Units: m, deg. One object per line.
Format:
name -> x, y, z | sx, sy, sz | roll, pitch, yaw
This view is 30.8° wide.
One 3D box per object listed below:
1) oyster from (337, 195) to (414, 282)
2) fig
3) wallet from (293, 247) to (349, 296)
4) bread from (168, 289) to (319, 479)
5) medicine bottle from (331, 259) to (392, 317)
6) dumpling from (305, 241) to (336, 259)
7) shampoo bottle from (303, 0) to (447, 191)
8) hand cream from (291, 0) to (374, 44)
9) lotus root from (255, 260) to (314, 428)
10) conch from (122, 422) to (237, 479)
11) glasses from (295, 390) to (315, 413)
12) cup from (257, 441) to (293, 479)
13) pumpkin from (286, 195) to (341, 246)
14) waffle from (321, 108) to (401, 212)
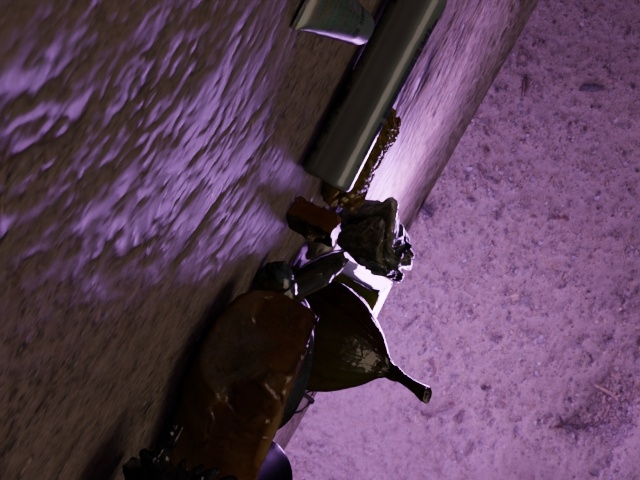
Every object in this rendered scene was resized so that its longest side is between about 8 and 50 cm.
oyster -> 0.105, -0.009, 2.207 | 0.351, 0.162, 0.158 | 94, 5, -75
fig -> 0.063, 0.222, 2.179 | 0.217, 0.321, 0.217 | -55, 171, -12
wallet -> -0.015, 0.061, 2.038 | 0.110, 0.039, 0.155 | -27, -173, 23
bread -> -0.125, 0.227, 1.657 | 0.195, 0.149, 0.344 | -70, -179, -54
medicine bottle -> 0.032, 0.172, 2.460 | 0.250, 0.137, 0.141 | -65, 171, 15
dumpling -> -0.002, -0.001, 2.048 | 0.052, 0.057, 0.076 | 9, 86, -43
shampoo bottle -> 0.091, -0.245, 1.668 | 0.359, 0.078, 0.134 | -63, 175, 6
hand cream -> 0.015, -0.258, 1.305 | 0.076, 0.047, 0.174 | -63, 163, 9
lotus root -> -0.075, 0.177, 1.827 | 0.158, 0.140, 0.322 | -49, 162, -56
conch -> -0.240, 0.370, 1.428 | 0.313, 0.186, 0.241 | -43, 165, 8
glasses -> -0.088, 0.274, 2.217 | 0.062, 0.140, 0.103 | -64, 147, -40
cup -> -0.174, 0.506, 2.222 | 0.239, 0.166, 0.177 | -66, 167, 18
pumpkin -> -0.010, -0.023, 1.760 | 0.054, 0.083, 0.074 | -63, 169, -17
waffle -> 0.072, -0.139, 1.921 | 0.193, 0.070, 0.197 | -65, 171, 17
